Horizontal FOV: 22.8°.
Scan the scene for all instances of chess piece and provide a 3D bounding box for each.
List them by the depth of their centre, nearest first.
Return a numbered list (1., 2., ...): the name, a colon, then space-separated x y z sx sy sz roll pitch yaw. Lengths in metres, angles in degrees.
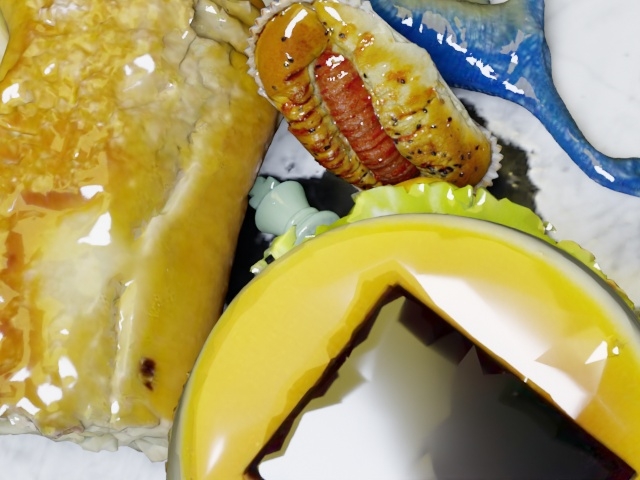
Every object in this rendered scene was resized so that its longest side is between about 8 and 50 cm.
1. chess piece: 0.000 0.000 1.000 0.059 0.059 0.149 -42 56 -7

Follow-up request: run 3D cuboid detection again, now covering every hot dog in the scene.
1. hot dog: 0.031 -0.082 0.961 0.099 0.192 0.053 -33 35 18
2. hot dog: -0.207 -0.057 1.011 0.367 0.196 0.365 7 75 20

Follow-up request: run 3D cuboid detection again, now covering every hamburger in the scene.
1. hamburger: 0.056 0.117 0.842 0.276 0.179 0.294 35 80 10

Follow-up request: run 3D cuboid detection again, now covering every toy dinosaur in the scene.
1. toy dinosaur: 0.078 -0.108 1.010 0.247 0.075 0.188 2 59 -7
